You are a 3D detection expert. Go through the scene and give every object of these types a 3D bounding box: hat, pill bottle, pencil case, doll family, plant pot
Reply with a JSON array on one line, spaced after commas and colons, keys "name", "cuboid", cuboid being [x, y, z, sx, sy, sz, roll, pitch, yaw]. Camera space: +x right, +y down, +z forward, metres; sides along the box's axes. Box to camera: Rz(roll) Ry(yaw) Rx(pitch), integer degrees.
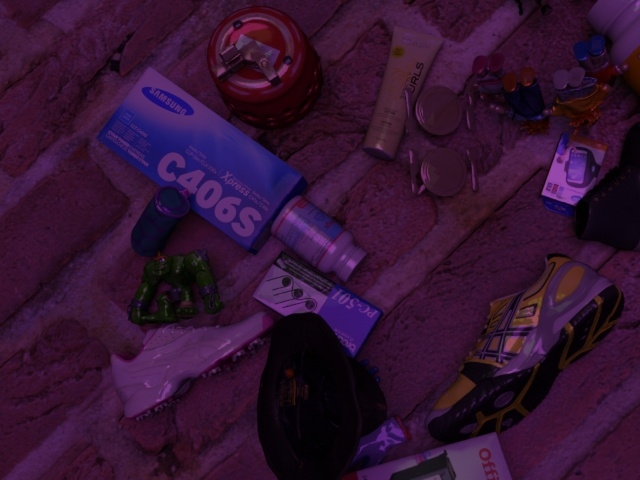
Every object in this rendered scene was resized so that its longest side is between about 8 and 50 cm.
[{"name": "hat", "cuboid": [0.019, 0.266, 1.421, 0.134, 0.331, 0.331, 5, 82, -28]}, {"name": "pill bottle", "cuboid": [0.602, -0.295, 1.450, 0.188, 0.188, 0.334, -40, 80, 0]}, {"name": "pencil case", "cuboid": [-0.279, -0.033, 1.540, 0.070, 0.151, 0.064, -30, 79, -40]}, {"name": "pill bottle", "cuboid": [0.000, 0.000, 1.532, 0.160, 0.087, 0.087, 37, 88, 9]}, {"name": "doll family", "cuboid": [0.375, -0.234, 1.470, 0.263, 0.163, 0.118, -3, 71, 27]}, {"name": "plant pot", "cuboid": [-0.097, -0.305, 1.539, 0.191, 0.174, 0.191, -1, 81, 5]}]

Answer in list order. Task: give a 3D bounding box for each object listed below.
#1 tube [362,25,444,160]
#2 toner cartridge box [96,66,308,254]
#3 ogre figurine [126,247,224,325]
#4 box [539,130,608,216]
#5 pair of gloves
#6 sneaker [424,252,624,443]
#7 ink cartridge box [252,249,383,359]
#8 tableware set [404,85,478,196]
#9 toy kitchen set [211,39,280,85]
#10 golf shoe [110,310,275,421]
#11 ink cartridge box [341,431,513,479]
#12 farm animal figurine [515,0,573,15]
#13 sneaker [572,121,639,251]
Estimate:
[{"name": "tube", "cuboid": [0.137, -0.262, 1.566, 0.070, 0.062, 0.240, 26, 79, -32]}, {"name": "toner cartridge box", "cuboid": [-0.210, -0.142, 1.579, 0.348, 0.075, 0.165, 35, 87, 9]}, {"name": "ogre figurine", "cuboid": [-0.255, 0.081, 1.547, 0.197, 0.097, 0.118, -21, 65, 48]}, {"name": "box", "cuboid": [0.433, -0.112, 1.527, 0.081, 0.028, 0.136, 19, 84, 8]}, {"name": "pair of gloves", "cuboid": [0.052, 0.301, 1.521, 0.159, 0.023, 0.198, -28, 77, 4]}, {"name": "sneaker", "cuboid": [0.318, 0.184, 1.469, 0.385, 0.145, 0.147, -42, 50, 3]}, {"name": "ink cartridge box", "cuboid": [-0.004, 0.112, 1.530, 0.207, 0.046, 0.097, 30, 81, 11]}, {"name": "tableware set", "cuboid": [0.206, -0.172, 1.552, 0.128, 0.039, 0.194, -3, 88, -13]}, {"name": "toy kitchen set", "cuboid": [-0.122, -0.271, 1.412, 0.083, 0.068, 0.075, -34, 81, 0]}, {"name": "golf shoe", "cuboid": [-0.226, 0.187, 1.524, 0.306, 0.115, 0.140, -31, 77, 1]}, {"name": "ink cartridge box", "cuboid": [0.171, 0.459, 1.405, 0.306, 0.131, 0.226, -18, 60, 5]}, {"name": "farm animal figurine", "cuboid": [0.441, -0.569, 1.462, 0.330, 0.326, 0.172, -31, 63, -5]}, {"name": "sneaker", "cuboid": [0.496, -0.098, 1.475, 0.118, 0.083, 0.222, 9, 85, -12]}]
